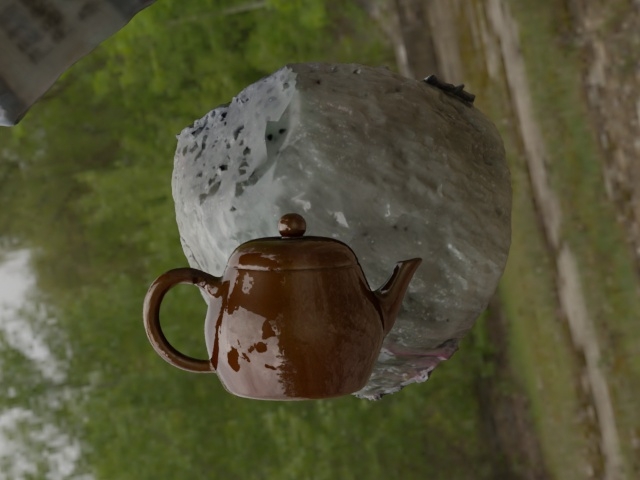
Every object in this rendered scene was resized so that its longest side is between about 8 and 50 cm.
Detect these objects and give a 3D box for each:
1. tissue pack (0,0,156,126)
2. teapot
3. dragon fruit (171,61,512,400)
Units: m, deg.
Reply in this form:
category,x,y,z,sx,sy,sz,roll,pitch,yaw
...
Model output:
category,x,y,z,sx,sy,sz,roll,pitch,yaw
tissue pack,-0.271,-0.234,0.676,0.394,0.124,0.288,52,164,-21
teapot,-0.022,0.038,0.862,0.116,0.173,0.116,177,90,-82
dragon fruit,0.000,0.000,1.165,0.221,0.283,0.204,24,-131,-36
